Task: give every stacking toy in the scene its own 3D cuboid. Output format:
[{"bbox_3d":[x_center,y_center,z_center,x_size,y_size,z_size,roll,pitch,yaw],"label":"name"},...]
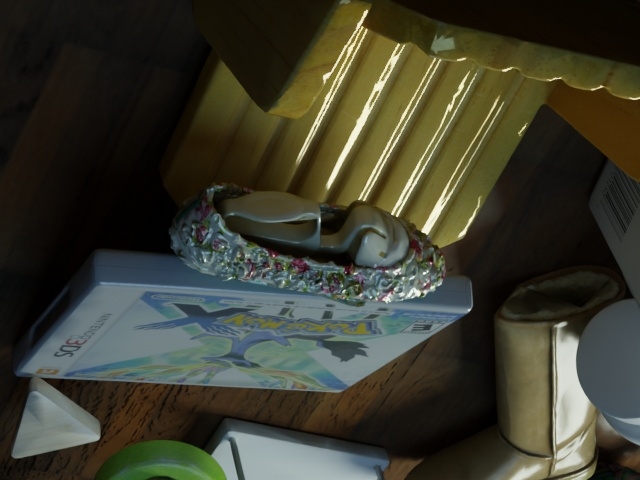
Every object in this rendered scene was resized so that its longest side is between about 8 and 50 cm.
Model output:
[{"bbox_3d":[-0.242,0.299,1.717,0.309,0.130,0.279,30,118,-25],"label":"stacking toy"}]

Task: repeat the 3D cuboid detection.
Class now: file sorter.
[{"bbox_3d":[-0.059,0.349,1.874,0.193,0.173,0.277,14,127,-29],"label":"file sorter"}]

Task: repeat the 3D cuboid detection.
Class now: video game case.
[{"bbox_3d":[-0.077,0.078,1.605,0.329,0.036,0.300,4,161,-21],"label":"video game case"}]

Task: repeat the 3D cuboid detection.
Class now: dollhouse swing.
[{"bbox_3d":[0.074,-0.070,1.444,0.347,0.315,0.305,10,113,-26],"label":"dollhouse swing"}]

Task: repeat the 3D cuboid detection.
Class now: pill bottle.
[{"bbox_3d":[0.351,0.130,1.750,0.152,0.152,0.272,-39,150,20],"label":"pill bottle"}]

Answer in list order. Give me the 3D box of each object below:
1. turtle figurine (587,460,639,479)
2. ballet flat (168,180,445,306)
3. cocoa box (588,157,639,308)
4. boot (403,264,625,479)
[{"bbox_3d":[0.328,0.293,1.981,0.234,0.118,0.175,-14,144,-22],"label":"turtle figurine"},{"bbox_3d":[0.000,0.000,1.451,0.241,0.091,0.077,5,142,-22],"label":"ballet flat"},{"bbox_3d":[0.418,-0.081,1.561,0.228,0.231,0.347,1,132,-19],"label":"cocoa box"},{"bbox_3d":[0.184,0.158,1.831,0.236,0.089,0.269,-20,138,-16],"label":"boot"}]
